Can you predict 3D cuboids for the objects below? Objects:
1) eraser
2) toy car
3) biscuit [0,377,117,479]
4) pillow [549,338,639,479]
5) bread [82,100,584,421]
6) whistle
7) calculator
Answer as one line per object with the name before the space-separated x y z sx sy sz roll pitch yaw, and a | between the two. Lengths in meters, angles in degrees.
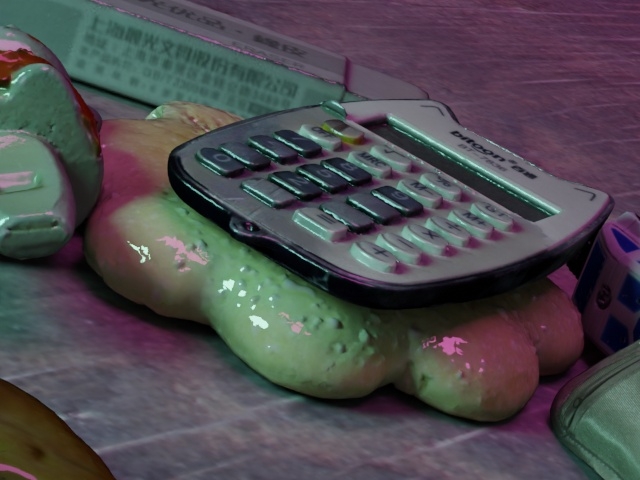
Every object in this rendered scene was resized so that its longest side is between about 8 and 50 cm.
eraser | -0.100 -0.125 1.239 0.352 0.061 0.089 19 20 -5
toy car | 0.196 0.043 1.048 0.070 0.080 0.170 7 24 -32
biscuit | -0.203 0.098 0.595 0.359 0.046 0.359 16 20 -6
pillow | 0.194 0.102 0.873 0.131 0.038 0.232 -29 31 0
bread | 0.000 0.000 1.023 0.316 0.054 0.316 19 20 -7
whistle | -0.165 -0.051 0.931 0.106 0.102 0.253 57 0 -29
calculator | 0.037 -0.023 0.981 0.177 0.040 0.268 32 24 29
